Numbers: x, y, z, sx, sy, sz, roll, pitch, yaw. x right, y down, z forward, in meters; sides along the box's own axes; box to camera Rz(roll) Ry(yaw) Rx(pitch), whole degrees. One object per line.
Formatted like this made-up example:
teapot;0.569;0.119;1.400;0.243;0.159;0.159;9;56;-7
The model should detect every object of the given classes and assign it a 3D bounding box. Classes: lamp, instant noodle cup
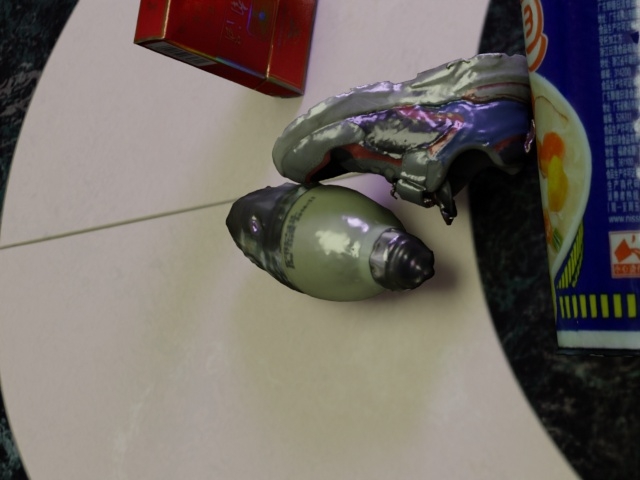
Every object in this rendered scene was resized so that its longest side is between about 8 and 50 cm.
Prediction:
lamp;0.000;0.000;1.150;0.250;0.101;0.101;13;88;51
instant noodle cup;0.245;-0.078;0.854;0.284;0.284;0.312;-3;84;42

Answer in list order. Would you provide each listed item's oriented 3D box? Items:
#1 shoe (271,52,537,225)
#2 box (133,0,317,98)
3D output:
shoe;0.078;-0.067;1.088;0.228;0.099;0.125;-18;83;14
box;-0.082;-0.206;1.228;0.048;0.175;0.112;-1;79;44
